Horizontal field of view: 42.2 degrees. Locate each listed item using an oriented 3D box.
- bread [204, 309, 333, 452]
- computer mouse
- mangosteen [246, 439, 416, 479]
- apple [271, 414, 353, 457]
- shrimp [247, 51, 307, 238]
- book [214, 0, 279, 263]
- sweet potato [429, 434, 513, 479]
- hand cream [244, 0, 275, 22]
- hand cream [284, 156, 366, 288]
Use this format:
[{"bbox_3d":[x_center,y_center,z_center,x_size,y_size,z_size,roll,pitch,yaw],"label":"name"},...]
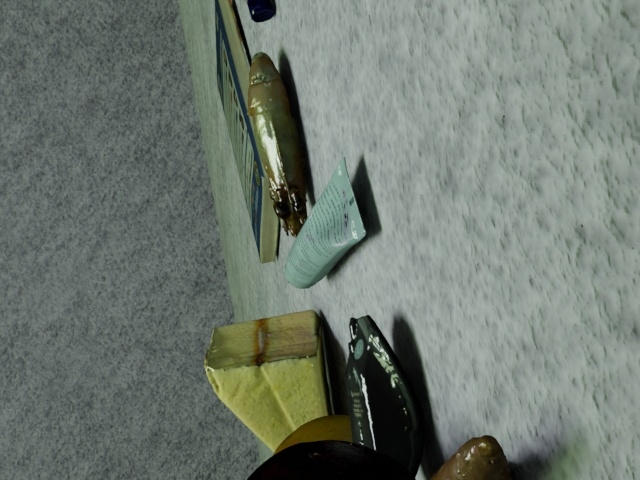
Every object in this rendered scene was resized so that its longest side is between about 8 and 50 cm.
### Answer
[{"bbox_3d":[-0.062,0.253,1.194,0.167,0.163,0.263,-91,-7,-76],"label":"bread"},{"bbox_3d":[0.065,0.167,0.804,0.106,0.062,0.192,141,124,-79],"label":"computer mouse"},{"bbox_3d":[-0.014,0.281,0.676,0.211,0.250,0.211,56,-169,-16],"label":"mangosteen"},{"bbox_3d":[0.012,0.291,0.937,0.182,0.155,0.182,169,90,-80],"label":"apple"},{"bbox_3d":[-0.058,-0.129,1.153,0.145,0.061,0.267,89,166,-78],"label":"shrimp"},{"bbox_3d":[-0.141,-0.207,1.547,0.300,0.039,0.427,99,158,-60],"label":"book"},{"bbox_3d":[0.108,0.176,0.571,0.226,0.068,0.068,88,168,-66],"label":"sweet potato"},{"bbox_3d":[-0.096,-0.386,1.163,0.062,0.039,0.163,58,-160,-75],"label":"hand cream"},{"bbox_3d":[0.000,0.000,0.976,0.331,0.058,0.085,118,142,-73],"label":"hand cream"}]
